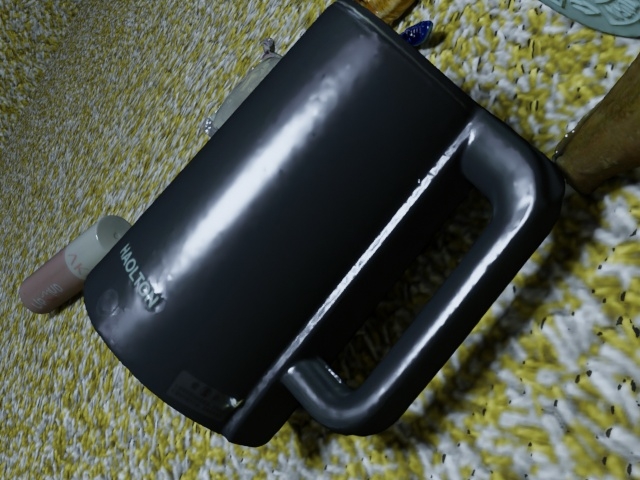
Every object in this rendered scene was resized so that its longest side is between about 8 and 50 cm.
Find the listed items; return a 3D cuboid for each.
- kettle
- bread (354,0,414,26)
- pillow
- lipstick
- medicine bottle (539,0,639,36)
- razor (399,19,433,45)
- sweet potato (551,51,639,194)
[{"bbox_3d":[-0.011,-0.009,0.588,0.308,0.203,0.262,-49,20,10],"label":"kettle"},{"bbox_3d":[0.073,-0.286,0.858,0.083,0.044,0.111,-49,30,13],"label":"bread"},{"bbox_3d":[-0.053,-0.162,0.916,0.169,0.059,0.255,-57,30,2],"label":"pillow"},{"bbox_3d":[-0.380,0.042,1.187,0.254,0.070,0.070,-30,42,39],"label":"lipstick"},{"bbox_3d":[0.256,-0.316,0.519,0.318,0.158,0.158,-57,31,4],"label":"medicine bottle"},{"bbox_3d":[0.074,-0.213,0.808,0.154,0.028,0.044,13,82,58],"label":"razor"},{"bbox_3d":[0.253,-0.125,0.448,0.286,0.085,0.112,-54,-4,28],"label":"sweet potato"}]
